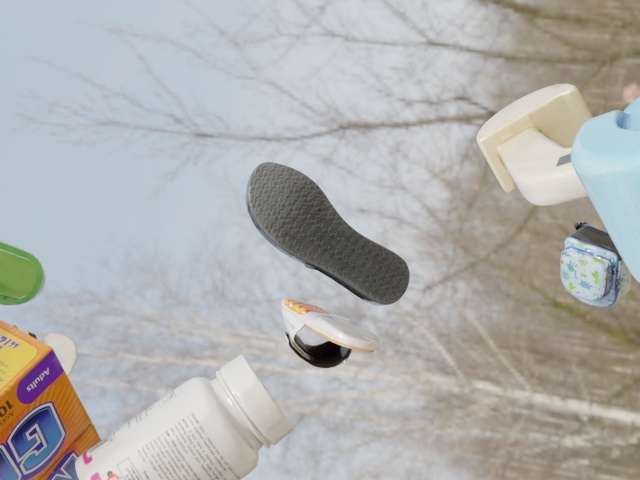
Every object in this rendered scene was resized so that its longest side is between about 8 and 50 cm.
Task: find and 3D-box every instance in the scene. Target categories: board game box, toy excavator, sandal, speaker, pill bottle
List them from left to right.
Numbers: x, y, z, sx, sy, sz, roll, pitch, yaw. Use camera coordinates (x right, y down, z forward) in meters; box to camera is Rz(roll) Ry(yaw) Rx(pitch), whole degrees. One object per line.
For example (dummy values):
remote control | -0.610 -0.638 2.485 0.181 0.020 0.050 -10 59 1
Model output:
board game box | -0.581 0.327 1.671 0.356 0.356 0.356 -47 -37 -30
speaker | -0.668 0.059 2.266 0.296 0.131 0.131 46 -127 -76
pill bottle | -0.190 0.297 1.589 0.283 0.160 0.160 -35 -28 -5
sandal | 0.000 0.137 1.518 0.265 0.101 0.076 -156 84 -74
sandal | 0.000 0.001 1.441 0.097 0.254 0.054 -54 14 -18
toy excavator | 0.320 -0.080 1.082 0.222 0.445 0.433 58 -145 -21

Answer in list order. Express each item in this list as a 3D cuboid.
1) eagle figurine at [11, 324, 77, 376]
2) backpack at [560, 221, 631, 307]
eagle figurine | -0.677 0.292 2.331 0.298 0.226 0.225 0 -74 -64
backpack | 0.421 0.047 1.717 0.084 0.105 0.114 -36 -49 -32
